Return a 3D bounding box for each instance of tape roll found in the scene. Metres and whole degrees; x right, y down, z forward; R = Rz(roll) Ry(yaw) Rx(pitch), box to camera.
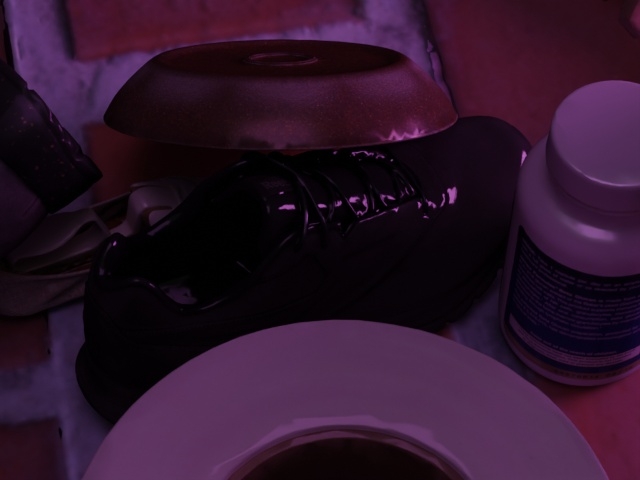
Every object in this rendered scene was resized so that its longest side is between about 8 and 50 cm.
[{"bbox_3d":[0.010,0.181,0.884,0.246,0.169,0.246,0,55,-1],"label":"tape roll"}]

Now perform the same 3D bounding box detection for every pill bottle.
[{"bbox_3d":[0.146,-0.004,1.016,0.094,0.169,0.094,0,55,0],"label":"pill bottle"}]

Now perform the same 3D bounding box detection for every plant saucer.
[{"bbox_3d":[-0.022,-0.086,1.080,0.198,0.036,0.198,0,15,0],"label":"plant saucer"}]

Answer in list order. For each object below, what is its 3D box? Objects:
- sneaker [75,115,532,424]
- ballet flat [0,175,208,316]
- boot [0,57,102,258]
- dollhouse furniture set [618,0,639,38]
[{"bbox_3d":[0.000,0.000,1.037,0.286,0.130,0.109,-29,58,-21],"label":"sneaker"},{"bbox_3d":[-0.112,-0.003,1.083,0.168,0.052,0.057,-23,58,-17],"label":"ballet flat"},{"bbox_3d":[-0.295,-0.053,1.079,0.223,0.118,0.338,-44,47,-7],"label":"boot"},{"bbox_3d":[0.282,-0.091,0.976,0.262,0.259,0.135,19,89,22],"label":"dollhouse furniture set"}]
